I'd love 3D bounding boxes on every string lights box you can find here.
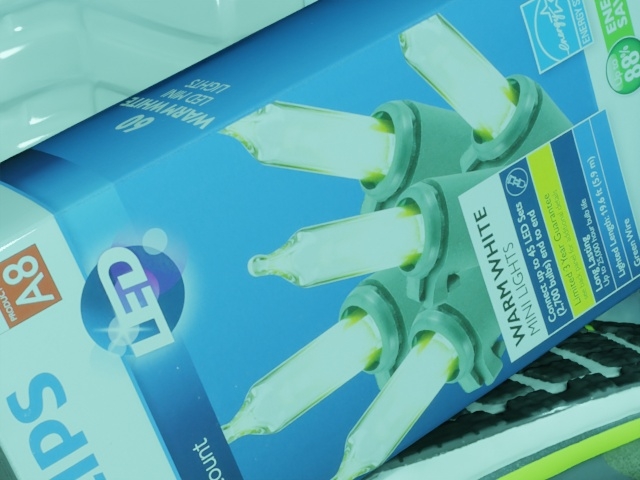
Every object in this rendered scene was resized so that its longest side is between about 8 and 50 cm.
[{"bbox_3d":[0.000,0.000,0.473,0.260,0.077,0.133,-31,116,-22],"label":"string lights box"}]

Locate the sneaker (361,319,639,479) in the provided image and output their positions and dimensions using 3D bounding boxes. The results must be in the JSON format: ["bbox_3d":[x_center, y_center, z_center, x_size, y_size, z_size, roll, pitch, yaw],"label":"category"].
[{"bbox_3d":[0.034,0.124,0.511,0.300,0.111,0.121,-26,104,-8],"label":"sneaker"}]

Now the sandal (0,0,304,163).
[{"bbox_3d":[-0.085,-0.172,0.498,0.169,0.102,0.416,-2,99,-30],"label":"sandal"}]
